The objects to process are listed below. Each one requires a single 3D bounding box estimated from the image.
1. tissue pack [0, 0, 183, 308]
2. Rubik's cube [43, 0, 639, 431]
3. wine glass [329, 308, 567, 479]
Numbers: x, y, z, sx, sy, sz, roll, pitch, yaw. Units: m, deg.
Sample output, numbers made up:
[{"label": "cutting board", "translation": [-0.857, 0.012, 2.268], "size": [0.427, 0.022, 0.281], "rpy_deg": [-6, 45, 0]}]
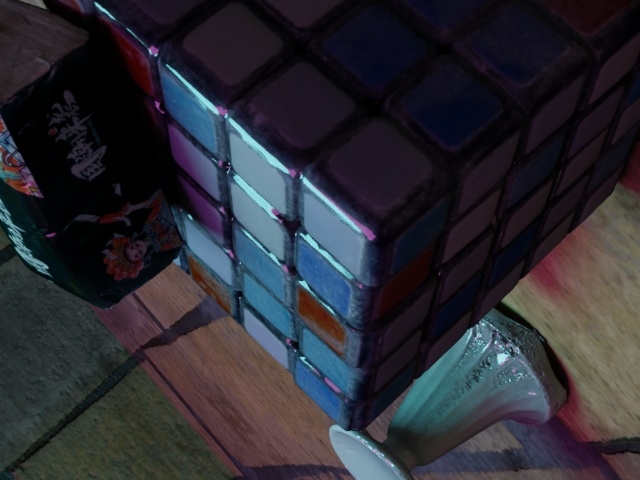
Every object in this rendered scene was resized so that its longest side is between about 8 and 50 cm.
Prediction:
[{"label": "tissue pack", "translation": [-0.158, -0.049, 0.807], "size": [0.103, 0.090, 0.170], "rpy_deg": [28, 152, 40]}, {"label": "Rubik's cube", "translation": [0.027, -0.103, 0.878], "size": [0.287, 0.293, 0.292], "rpy_deg": [42, 161, 19]}, {"label": "wine glass", "translation": [0.119, 0.166, 1.317], "size": [0.165, 0.196, 0.165], "rpy_deg": [41, 161, 18]}]
